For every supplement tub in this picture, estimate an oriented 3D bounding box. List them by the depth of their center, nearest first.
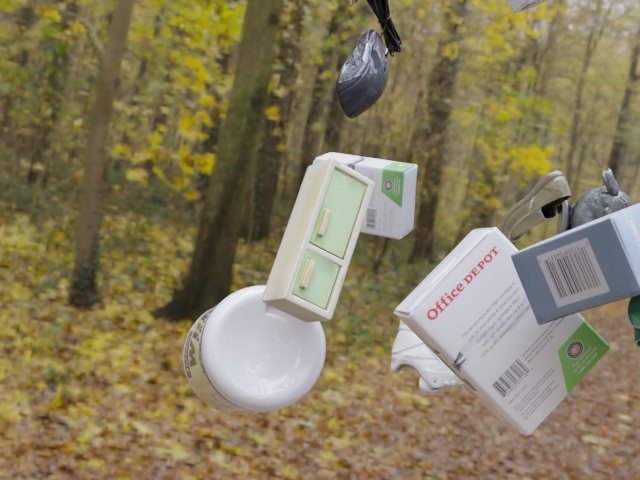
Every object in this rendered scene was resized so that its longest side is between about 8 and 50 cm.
[{"bbox_3d":[-0.142,0.225,1.882,0.236,0.235,0.325,12,-15,-15],"label":"supplement tub"}]

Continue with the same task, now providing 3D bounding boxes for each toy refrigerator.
[{"bbox_3d":[0.000,0.000,1.673,0.102,0.269,0.094,28,-20,-25],"label":"toy refrigerator"}]

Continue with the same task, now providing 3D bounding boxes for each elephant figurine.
[{"bbox_3d":[0.517,-0.034,1.852,0.169,0.186,0.239,37,6,-12],"label":"elephant figurine"}]

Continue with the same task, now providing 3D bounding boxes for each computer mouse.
[{"bbox_3d":[0.091,-0.356,1.727,0.060,0.262,0.184,2,-46,31],"label":"computer mouse"}]

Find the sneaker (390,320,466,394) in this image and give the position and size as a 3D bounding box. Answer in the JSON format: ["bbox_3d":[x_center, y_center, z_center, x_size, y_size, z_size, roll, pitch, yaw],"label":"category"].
[{"bbox_3d":[0.283,0.256,1.892,0.305,0.152,0.114,17,-13,25],"label":"sneaker"}]

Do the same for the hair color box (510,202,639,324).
[{"bbox_3d":[0.474,0.001,1.382,0.375,0.113,0.185,-18,-6,-38],"label":"hair color box"}]

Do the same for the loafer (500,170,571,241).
[{"bbox_3d":[0.345,-0.047,1.528,0.056,0.148,0.050,-1,47,-42],"label":"loafer"}]

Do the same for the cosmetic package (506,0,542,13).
[{"bbox_3d":[0.401,-0.551,1.773,0.151,0.183,0.151,-30,-4,-42],"label":"cosmetic package"}]

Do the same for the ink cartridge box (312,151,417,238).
[{"bbox_3d":[0.098,-0.105,2.153,0.220,0.160,0.093,12,20,24],"label":"ink cartridge box"}]

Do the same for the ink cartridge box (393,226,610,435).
[{"bbox_3d":[0.284,0.140,1.511,0.273,0.198,0.115,46,-6,-5],"label":"ink cartridge box"}]

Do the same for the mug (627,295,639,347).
[{"bbox_3d":[0.522,0.101,1.386,0.130,0.097,0.158,-3,-20,22],"label":"mug"}]
